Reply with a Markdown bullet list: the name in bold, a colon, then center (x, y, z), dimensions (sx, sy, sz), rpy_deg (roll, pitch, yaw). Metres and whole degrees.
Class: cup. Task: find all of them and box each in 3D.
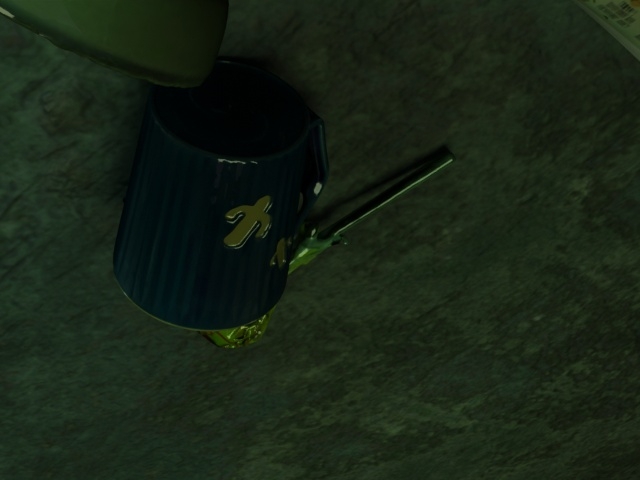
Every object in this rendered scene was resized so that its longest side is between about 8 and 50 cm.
- **cup**: center (-0.060, -0.042, 0.740), dimensions (0.176, 0.131, 0.155), rpy_deg (-31, 151, -37)

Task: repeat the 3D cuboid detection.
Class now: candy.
- **candy**: center (-0.001, -0.001, 0.864), dimensions (0.262, 0.073, 0.077), rpy_deg (-33, 115, 7)

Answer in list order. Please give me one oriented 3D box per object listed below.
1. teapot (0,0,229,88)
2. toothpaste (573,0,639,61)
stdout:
- **teapot**: center (-0.053, -0.252, 0.339), dimensions (0.270, 0.200, 0.337), rpy_deg (20, 112, -49)
- **toothpaste**: center (0.218, -0.177, 0.737), dimensions (0.314, 0.058, 0.056), rpy_deg (19, 86, -45)
